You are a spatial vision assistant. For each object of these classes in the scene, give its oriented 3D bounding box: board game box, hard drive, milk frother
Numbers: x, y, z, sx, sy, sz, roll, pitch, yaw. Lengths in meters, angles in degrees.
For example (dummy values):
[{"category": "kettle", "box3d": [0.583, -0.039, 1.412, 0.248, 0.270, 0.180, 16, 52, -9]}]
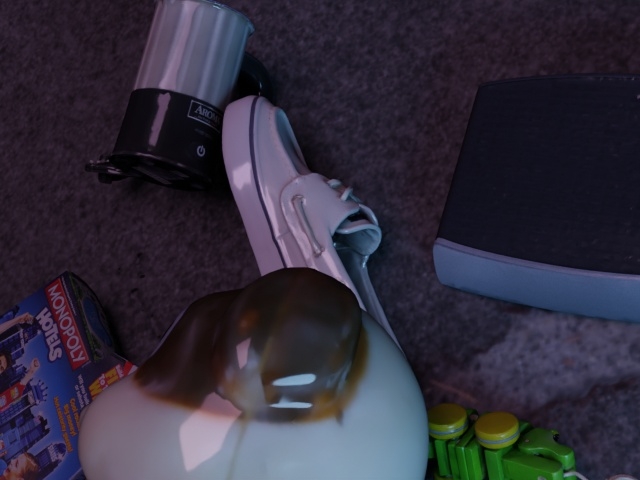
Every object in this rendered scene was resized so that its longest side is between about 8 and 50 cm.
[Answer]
[{"category": "board game box", "box3d": [-0.194, 0.131, 1.158, 0.194, 0.060, 0.194, -32, 55, 13]}, {"category": "hard drive", "box3d": [0.202, -0.035, 1.000, 0.254, 0.054, 0.172, 7, 72, 33]}, {"category": "milk frother", "box3d": [-0.124, -0.110, 1.187, 0.143, 0.129, 0.135, 8, 76, 27]}]

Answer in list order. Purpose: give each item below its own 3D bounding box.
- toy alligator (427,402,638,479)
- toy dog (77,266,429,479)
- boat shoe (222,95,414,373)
[{"category": "toy alligator", "box3d": [0.129, 0.137, 0.968, 0.189, 0.056, 0.051, 6, 31, 33]}, {"category": "toy dog", "box3d": [-0.004, 0.217, 0.843, 0.395, 0.284, 0.408, -21, 68, 5]}, {"category": "boat shoe", "box3d": [0.000, 0.000, 1.083, 0.088, 0.096, 0.268, -24, 58, 15]}]
